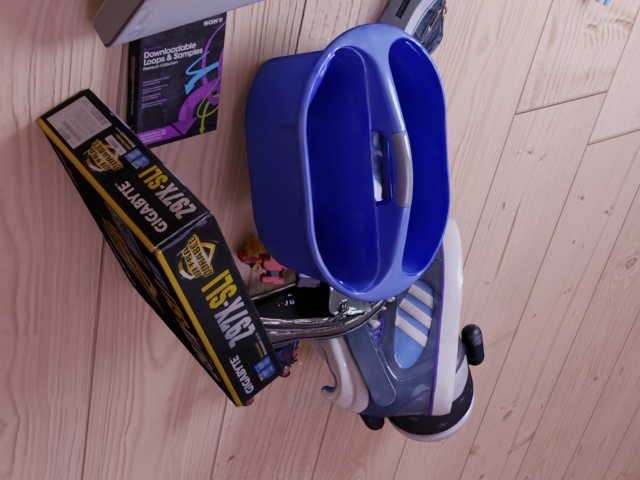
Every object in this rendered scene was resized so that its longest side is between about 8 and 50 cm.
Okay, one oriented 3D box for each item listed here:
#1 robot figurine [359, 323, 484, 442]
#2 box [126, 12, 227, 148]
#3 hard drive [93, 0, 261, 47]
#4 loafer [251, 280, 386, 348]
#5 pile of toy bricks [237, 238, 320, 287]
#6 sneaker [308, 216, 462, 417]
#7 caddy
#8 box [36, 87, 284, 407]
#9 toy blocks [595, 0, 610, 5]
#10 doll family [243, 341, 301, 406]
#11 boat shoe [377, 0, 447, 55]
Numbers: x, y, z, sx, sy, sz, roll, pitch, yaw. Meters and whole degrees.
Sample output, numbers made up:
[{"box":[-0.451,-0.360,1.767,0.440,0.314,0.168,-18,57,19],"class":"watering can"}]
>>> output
[{"box":[0.174,0.235,1.908,0.278,0.209,0.174,68,28,-51],"class":"robot figurine"},{"box":[-0.166,-0.187,1.263,0.116,0.029,0.162,-21,135,-33],"class":"box"},{"box":[-0.068,-0.296,1.148,0.307,0.040,0.203,-26,178,-33],"class":"hard drive"},{"box":[-0.009,0.094,1.608,0.267,0.096,0.084,-17,154,-25],"class":"loafer"},{"box":[0.000,0.000,1.520,0.212,0.118,0.105,2,103,-18],"class":"pile of toy bricks"},{"box":[0.097,0.115,1.727,0.130,0.236,0.323,80,15,-81],"class":"sneaker"},{"box":[0.048,-0.096,1.366,0.241,0.179,0.341,-17,109,-38],"class":"caddy"},{"box":[-0.175,0.015,1.249,0.079,0.257,0.322,-38,144,-15],"class":"box"},{"box":[0.487,-0.430,1.709,0.123,0.054,0.148,4,120,-48],"class":"toy blocks"},{"box":[-0.078,0.178,1.667,0.193,0.076,0.111,-26,134,-33],"class":"doll family"},{"box":[0.142,-0.317,1.445,0.083,0.065,0.183,4,127,-50],"class":"boat shoe"}]
